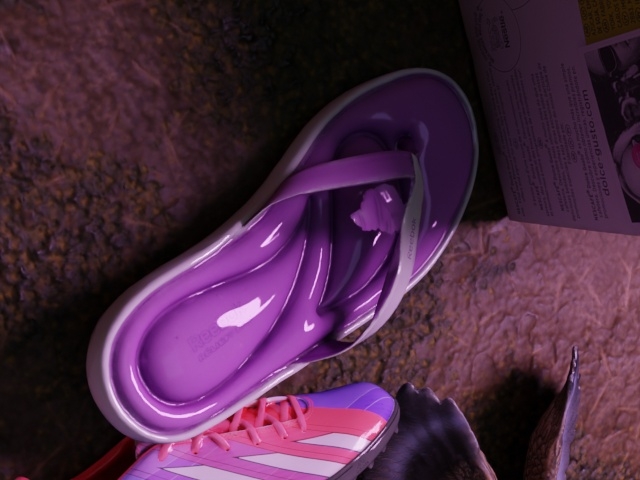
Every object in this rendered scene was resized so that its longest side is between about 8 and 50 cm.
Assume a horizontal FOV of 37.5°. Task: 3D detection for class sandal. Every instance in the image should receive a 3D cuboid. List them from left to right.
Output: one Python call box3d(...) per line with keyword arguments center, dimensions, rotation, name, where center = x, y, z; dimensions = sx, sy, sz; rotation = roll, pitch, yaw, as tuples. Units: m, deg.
box3d(center=(0.009, 0.012, 0.744), dimensions=(0.416, 0.102, 0.169), rotation=(-44, 110, -24), name="sandal")

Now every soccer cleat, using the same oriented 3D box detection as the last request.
box3d(center=(-0.083, 0.175, 0.747), dimensions=(0.318, 0.109, 0.116), rotation=(-25, 100, -17), name="soccer cleat")

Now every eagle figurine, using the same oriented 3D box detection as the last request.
box3d(center=(0.184, 0.266, 0.859), dimensions=(0.226, 0.225, 0.298), rotation=(20, 46, -62), name="eagle figurine")

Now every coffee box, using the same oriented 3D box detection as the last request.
box3d(center=(0.340, -0.213, 0.766), dimensions=(0.338, 0.334, 0.338), rotation=(-20, 102, -20), name="coffee box")
